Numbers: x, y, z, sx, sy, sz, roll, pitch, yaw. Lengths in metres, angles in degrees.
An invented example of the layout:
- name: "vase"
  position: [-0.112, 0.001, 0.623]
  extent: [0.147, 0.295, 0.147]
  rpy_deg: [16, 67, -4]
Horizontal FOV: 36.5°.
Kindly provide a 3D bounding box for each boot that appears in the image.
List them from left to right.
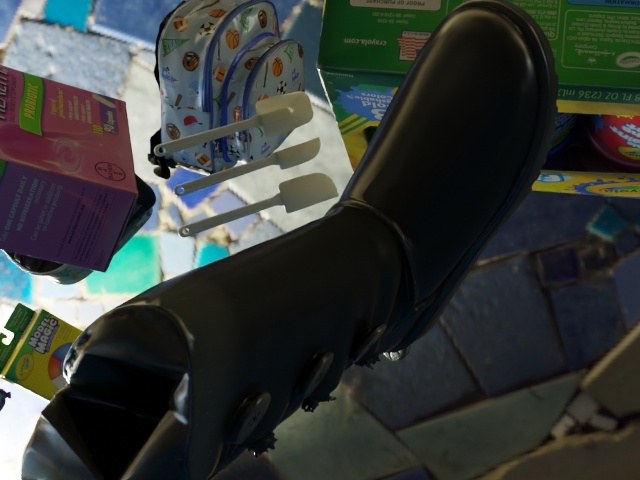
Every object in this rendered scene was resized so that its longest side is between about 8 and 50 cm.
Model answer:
- name: "boot"
  position: [0.000, 0.002, 0.741]
  extent: [0.146, 0.367, 0.445]
  rpy_deg: [31, -151, 26]

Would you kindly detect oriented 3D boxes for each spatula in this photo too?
- name: "spatula"
  position: [-0.108, -0.107, 1.393]
  extent: [0.242, 0.168, 0.019]
  rpy_deg: [-18, -170, -13]

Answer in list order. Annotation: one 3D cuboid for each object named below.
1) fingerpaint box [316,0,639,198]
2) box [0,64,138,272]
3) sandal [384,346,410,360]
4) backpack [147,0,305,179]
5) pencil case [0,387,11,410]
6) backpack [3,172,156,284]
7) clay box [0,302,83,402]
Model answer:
- name: "fingerpaint box"
  position: [0.243, -0.180, 1.134]
  extent: [0.445, 0.163, 0.371]
  rpy_deg: [6, 168, 9]
- name: "box"
  position: [-0.346, -0.095, 1.097]
  extent: [0.243, 0.117, 0.213]
  rpy_deg: [14, -149, -24]
- name: "sandal"
  position: [0.129, 0.089, 1.439]
  extent: [0.049, 0.180, 0.072]
  rpy_deg: [6, 179, -34]
- name: "backpack"
  position: [-0.148, -0.255, 1.536]
  extent: [0.213, 0.263, 0.276]
  rpy_deg: [8, -142, 21]
- name: "pencil case"
  position: [-0.668, 0.279, 1.856]
  extent: [0.152, 0.064, 0.070]
  rpy_deg: [26, -149, 29]
- name: "backpack"
  position: [-0.440, -0.053, 1.705]
  extent: [0.253, 0.225, 0.191]
  rpy_deg: [-48, 161, -4]
- name: "clay box"
  position: [-0.431, 0.207, 1.615]
  extent: [0.053, 0.222, 0.127]
  rpy_deg: [-9, -128, 57]
